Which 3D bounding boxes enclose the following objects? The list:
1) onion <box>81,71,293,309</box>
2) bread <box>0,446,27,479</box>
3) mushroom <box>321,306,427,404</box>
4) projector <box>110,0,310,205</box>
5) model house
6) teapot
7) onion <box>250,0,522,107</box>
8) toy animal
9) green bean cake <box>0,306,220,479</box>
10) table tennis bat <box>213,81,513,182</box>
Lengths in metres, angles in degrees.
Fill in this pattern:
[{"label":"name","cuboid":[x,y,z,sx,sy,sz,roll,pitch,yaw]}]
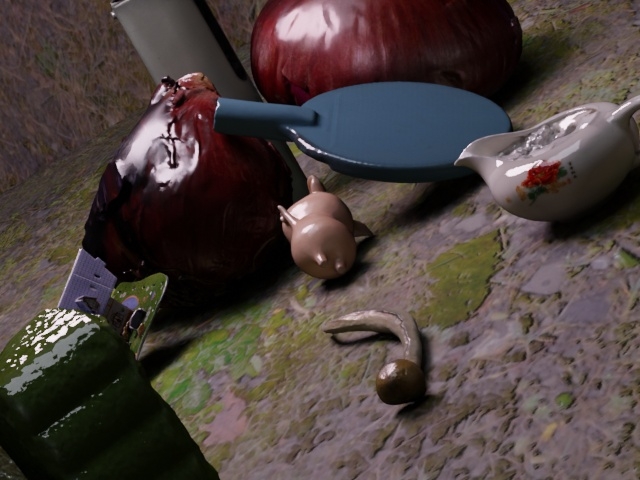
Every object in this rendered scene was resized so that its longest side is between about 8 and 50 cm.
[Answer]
[{"label":"onion","cuboid":[-0.157,-0.034,2.184,0.221,0.281,0.281,-2,-6,-36]},{"label":"bread","cuboid":[-0.345,0.228,1.978,0.094,0.083,0.157,-26,9,-32]},{"label":"mushroom","cuboid":[0.053,0.091,1.683,0.068,0.043,0.306,-8,11,-7]},{"label":"projector","cuboid":[-0.129,-0.168,2.298,0.108,0.337,0.108,-28,13,7]},{"label":"model house","cuboid":[-0.250,0.092,2.055,0.117,0.088,0.167,-10,54,52]},{"label":"teapot","cuboid":[0.235,-0.075,1.736,0.226,0.092,0.145,-21,21,32]},{"label":"onion","cuboid":[0.075,-0.279,2.316,0.347,0.285,0.347,-2,20,1]},{"label":"toy animal","cuboid":[0.006,-0.003,2.005,0.089,0.083,0.150,-17,28,7]},{"label":"green bean cake","cuboid":[-0.181,0.166,1.540,0.125,0.222,0.248,-38,12,-16]},{"label":"table tennis bat","cuboid":[0.048,-0.126,2.075,0.329,0.044,0.215,3,32,2]}]
